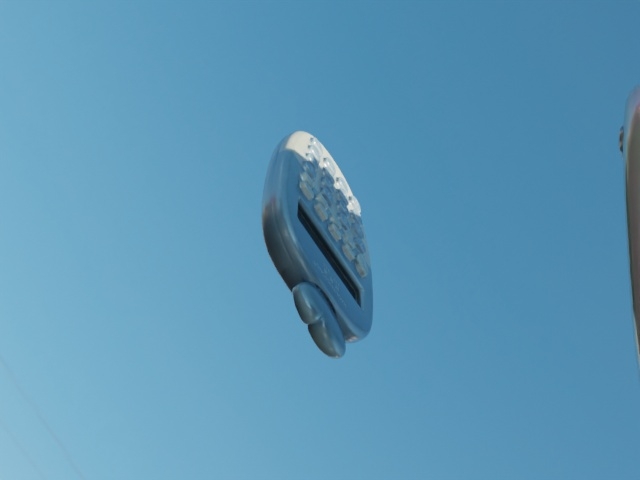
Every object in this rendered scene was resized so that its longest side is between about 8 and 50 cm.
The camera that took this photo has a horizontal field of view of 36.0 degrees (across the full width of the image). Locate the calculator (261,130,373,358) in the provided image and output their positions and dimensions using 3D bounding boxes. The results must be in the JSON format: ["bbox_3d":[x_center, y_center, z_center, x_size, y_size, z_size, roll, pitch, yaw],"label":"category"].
[{"bbox_3d":[0.000,0.000,1.014,0.042,0.303,0.188,-21,-58,20],"label":"calculator"}]

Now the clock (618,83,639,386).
[{"bbox_3d":[0.327,0.013,0.828,0.108,0.324,0.265,-5,-96,24],"label":"clock"}]
